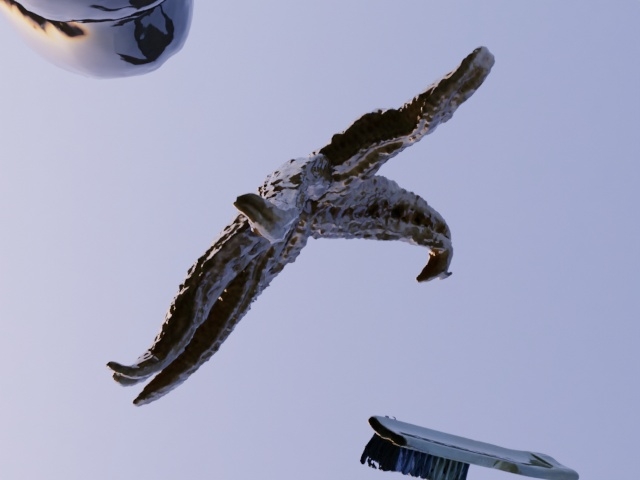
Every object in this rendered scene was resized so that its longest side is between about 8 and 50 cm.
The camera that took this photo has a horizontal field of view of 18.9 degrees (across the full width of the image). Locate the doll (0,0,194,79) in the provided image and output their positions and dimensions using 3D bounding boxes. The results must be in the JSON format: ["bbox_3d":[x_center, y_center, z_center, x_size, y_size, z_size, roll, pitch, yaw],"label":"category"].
[{"bbox_3d":[-0.210,-0.270,1.139,0.382,0.252,0.378,60,-28,7],"label":"doll"}]

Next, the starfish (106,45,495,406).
[{"bbox_3d":[-0.004,-0.008,1.380,0.375,0.327,0.094,-49,-113,33],"label":"starfish"}]

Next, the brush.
[{"bbox_3d":[0.089,0.130,1.108,0.033,0.178,0.030,21,-88,42],"label":"brush"}]
